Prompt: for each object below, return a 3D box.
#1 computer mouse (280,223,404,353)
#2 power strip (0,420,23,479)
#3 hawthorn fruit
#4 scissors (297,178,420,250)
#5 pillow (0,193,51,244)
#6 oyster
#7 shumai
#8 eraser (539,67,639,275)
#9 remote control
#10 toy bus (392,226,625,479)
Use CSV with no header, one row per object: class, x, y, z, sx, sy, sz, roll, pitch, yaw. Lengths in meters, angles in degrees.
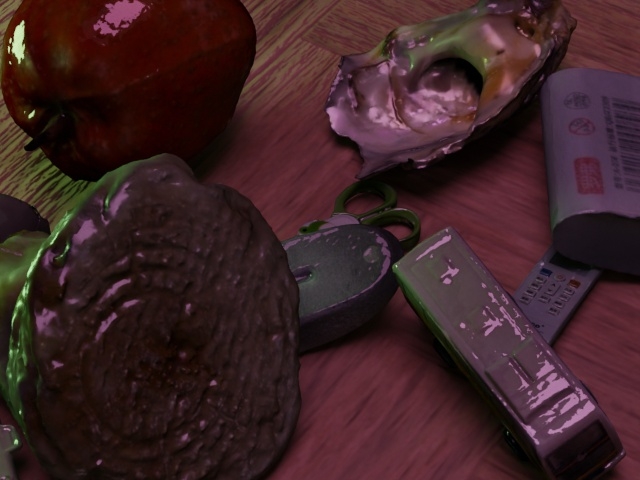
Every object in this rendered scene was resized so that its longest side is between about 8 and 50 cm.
computer mouse,-0.024,0.056,1.809,0.229,0.068,0.113,-19,60,3
power strip,-0.401,0.225,1.669,0.270,0.046,0.118,-15,49,-14
hawthorn fruit,-0.213,-0.171,1.905,0.254,0.254,0.300,17,37,18
scissors,0.000,0.000,1.889,0.204,0.027,0.101,-22,47,-21
pillow,-0.457,0.017,1.846,0.326,0.101,0.228,12,50,16
oyster,0.140,-0.165,1.998,0.271,0.100,0.275,2,58,7
shumai,-0.190,0.089,1.723,0.263,0.304,0.309,5,54,54
eraser,0.315,-0.070,1.891,0.174,0.081,0.227,12,42,-9
remote control,0.225,0.058,1.821,0.061,0.029,0.162,24,46,21
toy bus,0.170,0.107,1.701,0.092,0.106,0.268,-35,58,-2
